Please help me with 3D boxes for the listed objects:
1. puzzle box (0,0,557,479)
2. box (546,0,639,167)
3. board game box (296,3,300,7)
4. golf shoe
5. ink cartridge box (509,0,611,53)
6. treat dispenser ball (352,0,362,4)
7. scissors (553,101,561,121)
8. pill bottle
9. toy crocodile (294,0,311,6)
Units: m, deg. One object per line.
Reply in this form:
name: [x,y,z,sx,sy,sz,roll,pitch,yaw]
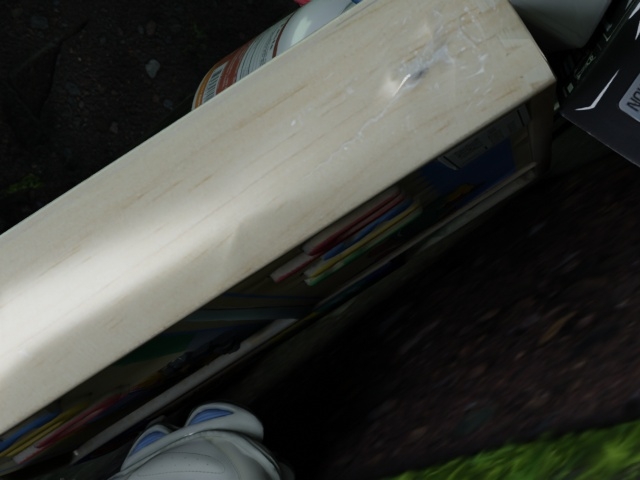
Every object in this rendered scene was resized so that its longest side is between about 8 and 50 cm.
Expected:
puzzle box: [-0.035,0.012,0.729,0.272,0.052,0.409,-32,-5,6]
box: [0.186,-0.159,0.765,0.242,0.076,0.307,-56,5,14]
board game box: [0.009,-0.241,1.561,0.042,0.243,0.165,-35,9,27]
golf shoe: [-0.091,0.130,0.714,0.176,0.069,0.086,-37,16,21]
ink cartridge box: [0.086,-0.150,0.762,0.134,0.078,0.231,-60,5,2]
treat dispenser ball: [0.108,-0.249,1.069,0.288,0.288,0.288,-38,9,7]
scissors: [0.178,-0.112,0.965,0.297,0.021,0.109,-39,11,-13]
pill bottle: [0.007,-0.099,1.264,0.121,0.121,0.216,-44,11,-29]
toy crocodile: [0.019,-0.195,1.327,0.105,0.115,0.340,-63,-19,-2]
